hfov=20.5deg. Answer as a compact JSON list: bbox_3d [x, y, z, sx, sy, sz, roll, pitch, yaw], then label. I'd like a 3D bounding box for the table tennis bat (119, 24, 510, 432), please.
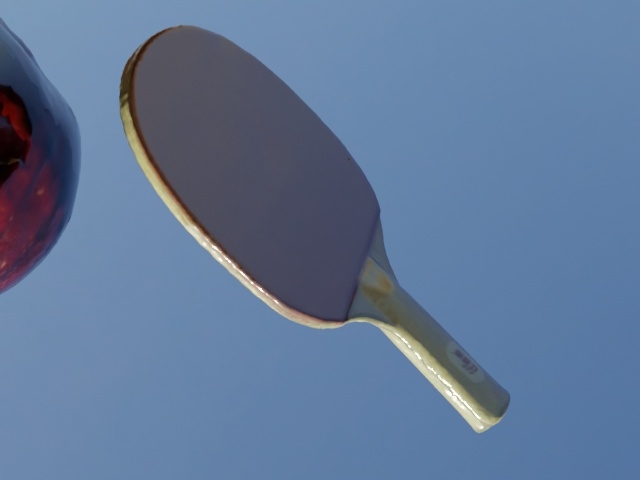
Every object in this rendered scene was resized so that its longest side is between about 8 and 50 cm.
[{"bbox_3d":[0.000,0.000,0.826,0.022,0.246,0.138,-35,-164,33],"label":"table tennis bat"}]

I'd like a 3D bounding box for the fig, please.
[{"bbox_3d":[-0.241,-0.019,0.873,0.186,0.204,0.249,21,-111,47],"label":"fig"}]
